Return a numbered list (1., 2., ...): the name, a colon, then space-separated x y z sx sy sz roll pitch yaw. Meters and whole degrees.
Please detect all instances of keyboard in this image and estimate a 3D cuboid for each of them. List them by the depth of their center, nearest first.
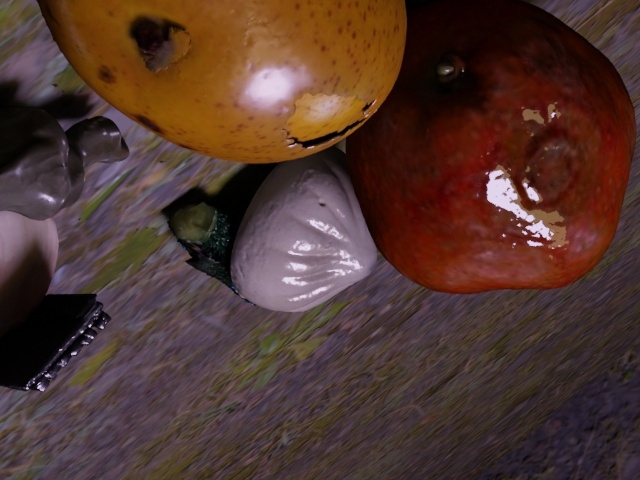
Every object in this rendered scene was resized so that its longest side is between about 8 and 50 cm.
1. keyboard: -0.201 0.066 1.247 0.072 0.023 0.231 -52 -159 -18

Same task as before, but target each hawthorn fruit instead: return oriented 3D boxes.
1. hawthorn fruit: 0.119 -0.080 1.380 0.224 0.224 0.261 -35 149 -4

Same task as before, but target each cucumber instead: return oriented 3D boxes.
1. cucumber: -0.068 0.018 1.534 0.043 0.044 0.256 -14 165 8

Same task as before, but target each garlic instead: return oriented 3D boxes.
1. garlic: -0.245 0.023 1.167 0.174 0.099 0.124 -15 145 -44

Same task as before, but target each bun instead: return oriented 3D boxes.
1. bun: 0.000 0.000 1.480 0.138 0.094 0.138 -47 155 -30

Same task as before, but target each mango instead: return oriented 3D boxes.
1. mango: -0.040 -0.133 1.018 0.160 0.191 0.290 -34 168 17

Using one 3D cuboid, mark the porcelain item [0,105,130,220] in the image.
1. porcelain item: -0.185 -0.044 1.132 0.216 0.081 0.069 -15 132 -54
